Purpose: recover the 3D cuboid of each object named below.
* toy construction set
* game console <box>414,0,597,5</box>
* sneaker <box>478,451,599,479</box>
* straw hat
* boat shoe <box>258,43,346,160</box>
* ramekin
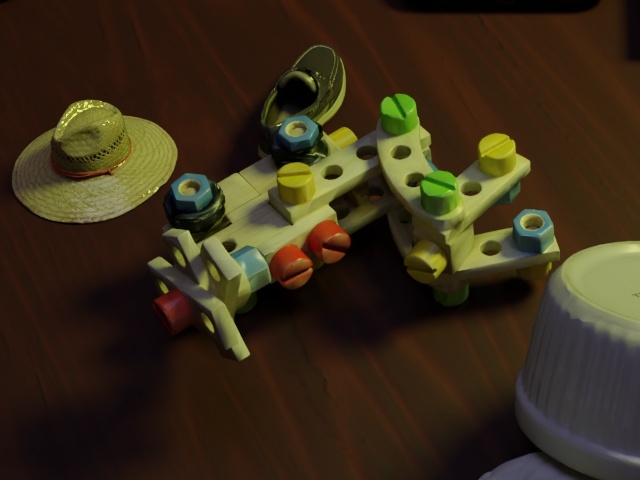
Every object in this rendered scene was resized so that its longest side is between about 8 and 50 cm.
[{"bbox_3d":[0.000,0.000,1.369,0.327,0.151,0.215,-20,45,-30],"label":"toy construction set"},{"bbox_3d":[0.252,-0.250,1.666,0.361,0.044,0.213,1,44,7],"label":"game console"},{"bbox_3d":[0.118,0.204,1.191,0.235,0.090,0.095,-22,39,-27],"label":"sneaker"},{"bbox_3d":[-0.195,-0.085,1.522,0.144,0.061,0.144,-2,45,2],"label":"straw hat"},{"bbox_3d":[-0.015,-0.125,1.556,0.056,0.049,0.152,8,45,13],"label":"boat shoe"},{"bbox_3d":[0.240,0.079,1.230,0.207,0.109,0.207,4,21,-1],"label":"ramekin"}]
